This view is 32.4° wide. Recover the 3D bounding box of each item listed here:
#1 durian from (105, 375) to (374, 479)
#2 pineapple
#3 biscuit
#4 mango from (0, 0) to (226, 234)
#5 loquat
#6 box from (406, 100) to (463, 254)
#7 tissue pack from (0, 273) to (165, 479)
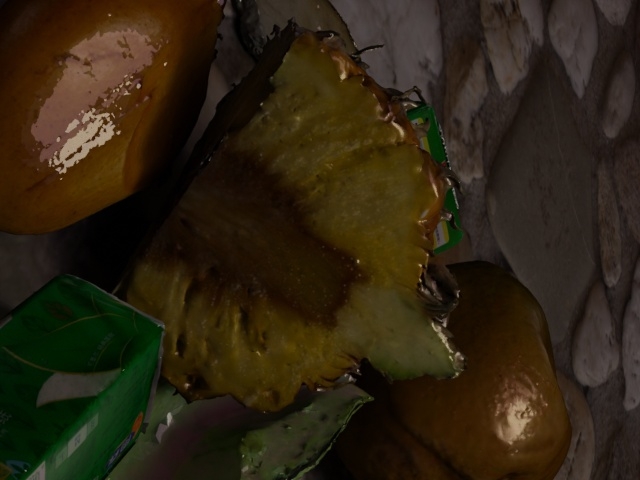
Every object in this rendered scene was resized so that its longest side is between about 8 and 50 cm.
[{"bbox_3d":[-0.099,0.193,0.917,0.352,0.169,0.158,-44,122,-47],"label":"durian"},{"bbox_3d":[0.003,0.002,0.962,0.286,0.344,0.209,34,20,-12],"label":"pineapple"},{"bbox_3d":[-0.001,-0.200,1.219,0.290,0.038,0.141,49,48,-40],"label":"biscuit"},{"bbox_3d":[-0.191,-0.113,0.856,0.257,0.138,0.187,-44,143,-45],"label":"mango"},{"bbox_3d":[0.137,0.164,1.196,0.276,0.276,0.284,38,40,-46],"label":"loquat"},{"bbox_3d":[0.029,-0.041,1.151,0.250,0.103,0.180,-24,106,-38],"label":"box"},{"bbox_3d":[-0.235,0.131,0.773,0.209,0.156,0.148,-50,162,-47],"label":"tissue pack"}]
